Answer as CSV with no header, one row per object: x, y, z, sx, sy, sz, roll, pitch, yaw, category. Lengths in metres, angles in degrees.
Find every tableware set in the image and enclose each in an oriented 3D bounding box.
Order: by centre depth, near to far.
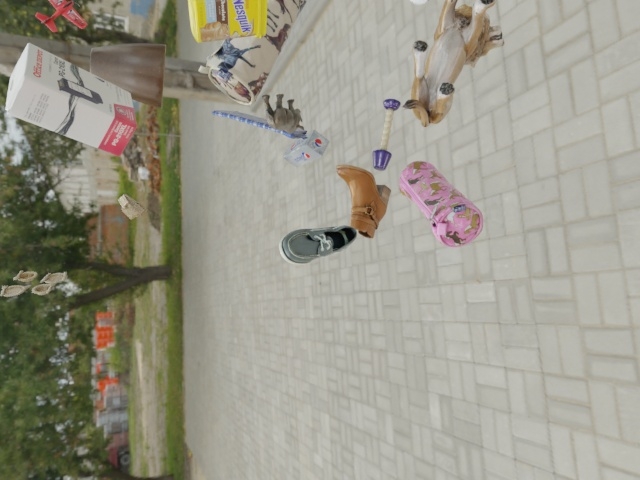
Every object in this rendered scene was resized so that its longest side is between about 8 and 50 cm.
-0.875,0.130,1.371,0.141,0.168,0.020,-109,22,-63,tableware set

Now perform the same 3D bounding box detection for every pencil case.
-0.193,-0.631,1.353,0.159,0.183,0.411,17,79,58,pencil case
0.398,-0.136,1.533,0.160,0.167,0.386,-37,32,12,pencil case

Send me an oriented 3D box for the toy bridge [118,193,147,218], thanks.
-0.475,-0.088,1.121,0.026,0.063,0.188,-45,14,-6,toy bridge

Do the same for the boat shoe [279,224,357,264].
0.000,0.000,1.446,0.099,0.319,0.117,-28,78,39,boat shoe

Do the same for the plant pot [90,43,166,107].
-0.660,-0.585,1.542,0.215,0.230,0.216,-176,90,-69,plant pot

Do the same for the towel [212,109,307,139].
-0.231,-0.460,1.786,0.243,0.335,0.040,-48,-26,-72,towel

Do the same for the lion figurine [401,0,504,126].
0.266,-0.368,0.954,0.392,0.142,0.240,-56,-15,-12,lion figurine

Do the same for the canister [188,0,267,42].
-0.217,-0.536,1.048,0.073,0.169,0.126,59,155,30,canister

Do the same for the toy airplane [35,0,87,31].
-0.808,-0.702,1.383,0.028,0.151,0.152,-16,75,50,toy airplane

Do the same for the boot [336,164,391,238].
0.143,-0.149,1.729,0.109,0.283,0.220,9,74,50,boot

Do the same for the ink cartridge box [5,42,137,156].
-0.562,-0.317,1.022,0.100,0.237,0.172,-48,47,22,ink cartridge box

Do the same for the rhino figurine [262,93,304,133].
-0.112,-0.407,1.469,0.073,0.243,0.107,-5,95,21,rhino figurine

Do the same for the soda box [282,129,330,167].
-0.073,-0.435,2.144,0.286,0.098,0.091,-6,55,63,soda box

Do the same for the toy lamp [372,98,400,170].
0.254,-0.410,1.749,0.080,0.080,0.275,-6,71,64,toy lamp

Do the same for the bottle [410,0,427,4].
0.323,-0.815,1.397,0.092,0.118,0.283,117,174,-47,bottle
